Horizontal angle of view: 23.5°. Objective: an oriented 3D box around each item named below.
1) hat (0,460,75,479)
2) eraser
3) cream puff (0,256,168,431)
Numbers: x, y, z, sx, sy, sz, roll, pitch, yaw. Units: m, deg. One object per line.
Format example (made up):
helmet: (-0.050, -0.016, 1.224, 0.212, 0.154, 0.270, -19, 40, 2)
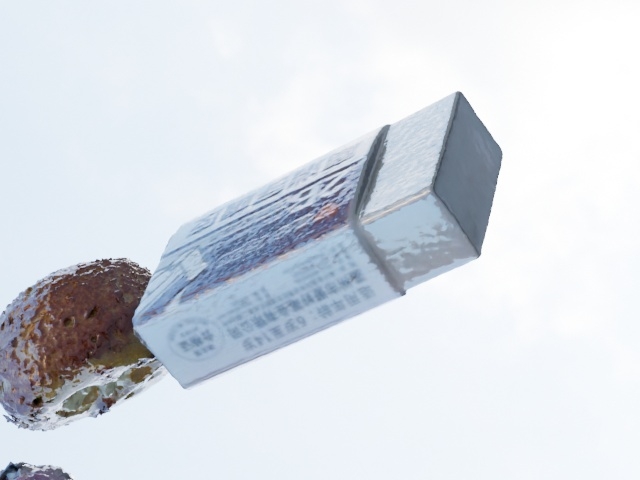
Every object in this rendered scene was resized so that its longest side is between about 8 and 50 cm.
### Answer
hat: (-0.268, 0.213, 1.094, 0.227, 0.129, 0.140, 19, -163, -36)
eraser: (0.000, 0.000, 0.911, 0.068, 0.210, 0.124, 55, -152, -19)
cream puff: (-0.263, 0.111, 1.718, 0.240, 0.240, 0.164, -1, -123, -45)
